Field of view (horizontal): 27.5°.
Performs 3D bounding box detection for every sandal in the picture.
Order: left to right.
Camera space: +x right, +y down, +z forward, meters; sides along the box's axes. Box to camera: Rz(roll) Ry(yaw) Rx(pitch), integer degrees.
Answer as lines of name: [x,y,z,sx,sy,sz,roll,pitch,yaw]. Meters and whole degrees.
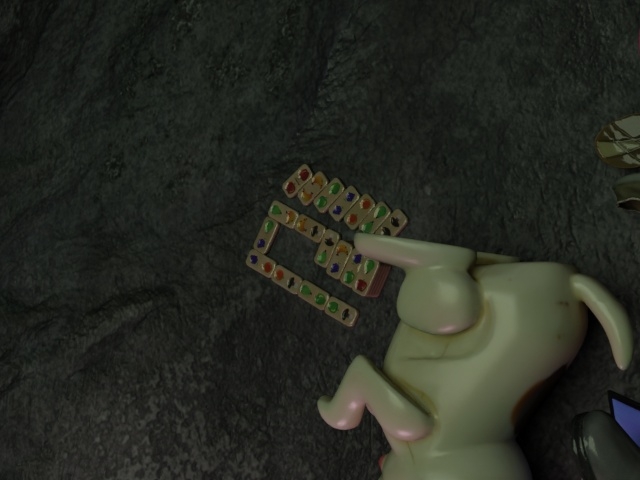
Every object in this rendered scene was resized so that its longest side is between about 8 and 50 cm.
sandal: [0.452,-0.145,1.716,0.180,0.049,0.072,-26,75,14]

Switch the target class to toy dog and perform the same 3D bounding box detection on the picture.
toy dog: [0.201,0.216,1.732,0.395,0.284,0.407,10,90,17]

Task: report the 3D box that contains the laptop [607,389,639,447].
laptop: [0.431,0.351,1.604,0.234,0.137,0.264,25,98,35]

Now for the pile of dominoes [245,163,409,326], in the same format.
pile of dominoes: [0.000,0.000,2.008,0.251,0.040,0.196,29,100,33]

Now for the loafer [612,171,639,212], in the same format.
loafer: [0.480,-0.023,1.647,0.251,0.094,0.087,18,90,35]

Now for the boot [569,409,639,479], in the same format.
boot: [0.455,0.296,1.480,0.223,0.118,0.338,-35,96,33]
